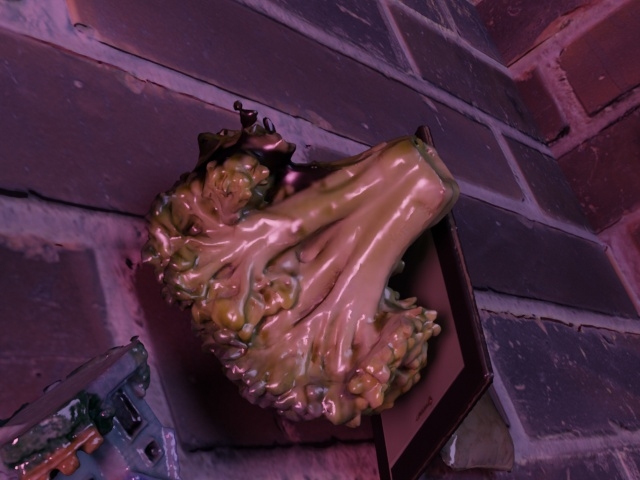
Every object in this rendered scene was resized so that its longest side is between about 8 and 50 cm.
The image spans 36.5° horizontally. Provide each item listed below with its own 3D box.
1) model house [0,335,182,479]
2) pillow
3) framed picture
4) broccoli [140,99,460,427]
[{"bbox_3d":[-0.161,0.174,0.694,0.148,0.119,0.148,59,26,-10],"label":"model house"},{"bbox_3d":[0.154,0.154,1.248,0.185,0.075,0.302,17,47,-53],"label":"pillow"},{"bbox_3d":[0.095,0.080,1.063,0.016,0.265,0.347,8,45,-17],"label":"framed picture"},{"bbox_3d":[-0.002,0.004,0.933,0.293,0.281,0.348,34,24,-38],"label":"broccoli"}]
